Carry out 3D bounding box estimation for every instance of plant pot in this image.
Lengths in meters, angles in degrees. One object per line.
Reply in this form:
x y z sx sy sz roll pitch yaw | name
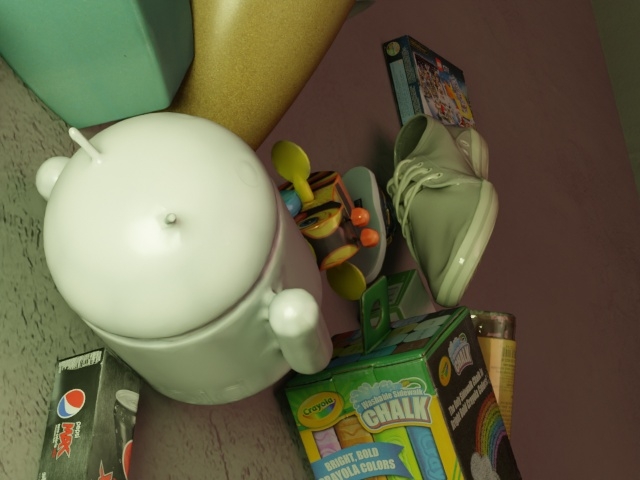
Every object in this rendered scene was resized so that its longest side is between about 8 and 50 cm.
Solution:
-0.217 -0.233 1.418 0.165 0.165 0.234 -73 146 -54 | plant pot
-0.087 -0.221 1.587 0.237 0.237 0.254 15 93 -63 | plant pot

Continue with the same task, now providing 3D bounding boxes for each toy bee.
0.000 0.000 1.717 0.195 0.162 0.298 55 28 -36 | toy bee

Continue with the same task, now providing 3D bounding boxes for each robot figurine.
-0.115 0.020 1.335 0.199 0.300 0.353 -58 156 -15 | robot figurine

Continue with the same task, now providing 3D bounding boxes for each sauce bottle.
0.182 0.258 1.904 0.111 0.111 0.344 20 72 -61 | sauce bottle

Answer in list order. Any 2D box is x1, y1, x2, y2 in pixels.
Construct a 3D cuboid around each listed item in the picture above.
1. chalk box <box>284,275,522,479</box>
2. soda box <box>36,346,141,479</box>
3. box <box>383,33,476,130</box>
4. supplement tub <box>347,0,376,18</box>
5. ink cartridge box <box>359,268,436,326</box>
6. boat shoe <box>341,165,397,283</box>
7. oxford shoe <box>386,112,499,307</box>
0.086 0.188 1.725 0.180 0.179 0.289 -35 108 -64 | chalk box
-0.196 0.177 1.287 0.060 0.053 0.169 49 32 -41 | soda box
0.180 -0.217 2.418 0.233 0.044 0.159 18 57 -62 | box
-0.071 -0.412 1.807 0.207 0.207 0.338 -20 92 -67 | supplement tub
0.130 0.155 2.007 0.209 0.062 0.109 64 25 -17 | ink cartridge box
0.069 -0.006 1.989 0.083 0.065 0.183 48 32 -44 | boat shoe
0.154 -0.048 2.056 0.130 0.169 0.449 23 25 -9 | oxford shoe
